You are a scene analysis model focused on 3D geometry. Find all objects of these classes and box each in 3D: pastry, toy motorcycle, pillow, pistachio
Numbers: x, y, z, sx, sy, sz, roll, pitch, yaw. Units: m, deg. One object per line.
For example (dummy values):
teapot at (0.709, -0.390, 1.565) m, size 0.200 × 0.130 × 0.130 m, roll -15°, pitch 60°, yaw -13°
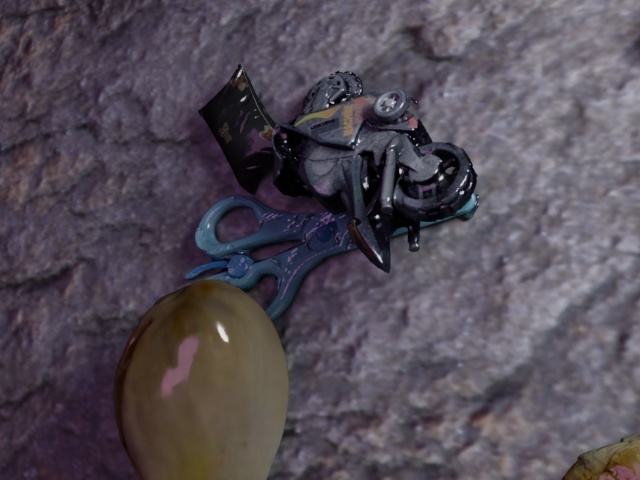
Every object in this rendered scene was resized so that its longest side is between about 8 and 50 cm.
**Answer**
pastry at (0.296, 0.257, 0.736) m, size 0.153 × 0.081 × 0.153 m, roll -5°, pitch 76°, yaw 20°
toy motorcycle at (0.039, -0.090, 0.906) m, size 0.173 × 0.108 × 0.307 m, roll -41°, pitch 44°, yaw -1°
pillow at (-0.101, -0.144, 1.036) m, size 0.090 × 0.048 × 0.150 m, roll -34°, pitch 69°, yaw 11°
pistachio at (-0.136, 0.186, 0.920) m, size 0.166 × 0.197 × 0.288 m, roll -160°, pitch 71°, yaw -69°

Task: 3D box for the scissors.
scissors at (0.000, 0.000, 0.964) m, size 0.392 × 0.032 × 0.180 m, roll -15°, pitch 73°, yaw 22°
